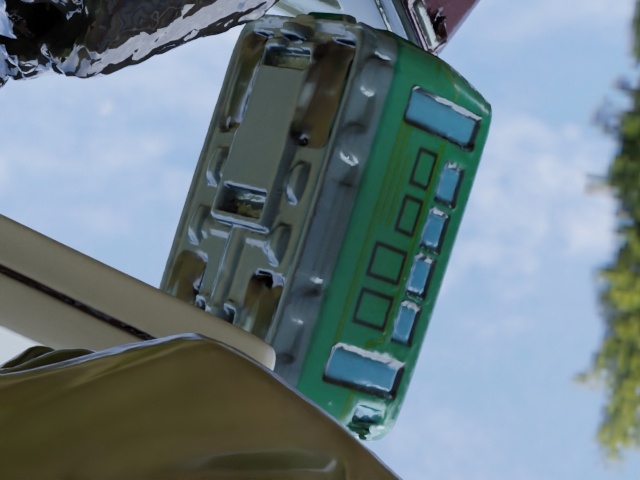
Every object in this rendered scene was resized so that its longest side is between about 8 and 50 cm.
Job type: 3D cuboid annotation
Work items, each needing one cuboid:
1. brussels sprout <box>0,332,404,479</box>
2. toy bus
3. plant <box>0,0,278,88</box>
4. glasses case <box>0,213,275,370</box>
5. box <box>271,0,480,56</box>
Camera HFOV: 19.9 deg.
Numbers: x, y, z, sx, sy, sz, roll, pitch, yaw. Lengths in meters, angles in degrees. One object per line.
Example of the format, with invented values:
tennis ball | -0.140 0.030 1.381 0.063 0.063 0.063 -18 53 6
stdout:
brussels sprout | -0.091 0.138 0.518 0.271 0.219 0.210 -43 -121 4
toy bus | 0.000 0.000 1.465 0.199 0.344 0.183 20 177 -40
plant | -0.166 -0.185 1.093 0.276 0.188 0.199 -13 -168 -25
glasses case | -0.191 0.047 1.191 0.312 0.131 0.070 26 -112 -14
box | 0.025 -0.291 1.591 0.294 0.193 0.167 31 -105 33
